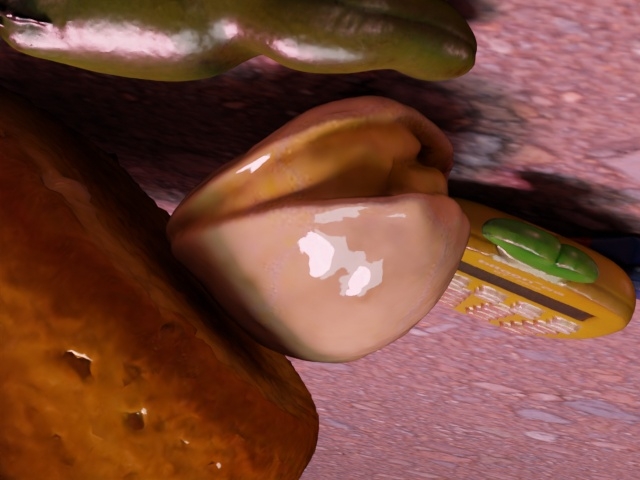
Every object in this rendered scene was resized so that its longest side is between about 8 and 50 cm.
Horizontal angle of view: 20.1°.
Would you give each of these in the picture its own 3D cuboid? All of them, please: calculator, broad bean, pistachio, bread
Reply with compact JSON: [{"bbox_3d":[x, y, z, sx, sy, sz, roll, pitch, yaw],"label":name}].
[{"bbox_3d":[0.101,0.017,1.020,0.146,0.032,0.235,22,168,-5],"label":"calculator"},{"bbox_3d":[-0.044,-0.089,0.719,0.214,0.048,0.070,7,165,3],"label":"broad bean"},{"bbox_3d":[0.000,0.000,0.880,0.145,0.117,0.200,-10,172,-9],"label":"pistachio"},{"bbox_3d":[-0.134,0.061,0.936,0.312,0.172,0.312,44,-173,-7],"label":"bread"}]

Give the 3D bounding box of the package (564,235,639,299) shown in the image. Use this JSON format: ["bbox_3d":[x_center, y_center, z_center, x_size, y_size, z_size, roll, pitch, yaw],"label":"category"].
[{"bbox_3d":[0.219,0.022,1.006,0.200,0.022,0.083,9,165,18],"label":"package"}]
